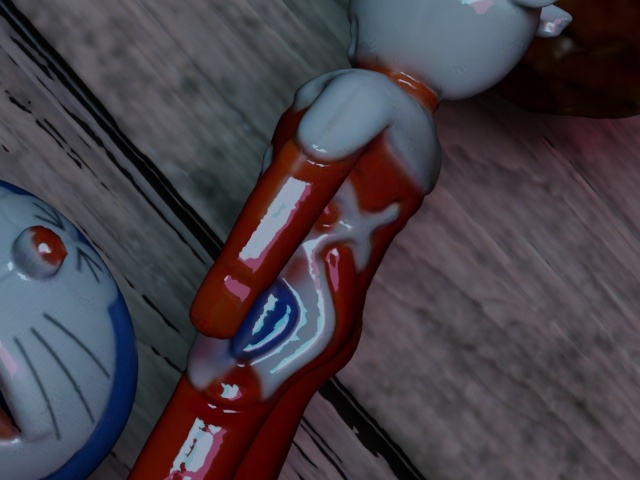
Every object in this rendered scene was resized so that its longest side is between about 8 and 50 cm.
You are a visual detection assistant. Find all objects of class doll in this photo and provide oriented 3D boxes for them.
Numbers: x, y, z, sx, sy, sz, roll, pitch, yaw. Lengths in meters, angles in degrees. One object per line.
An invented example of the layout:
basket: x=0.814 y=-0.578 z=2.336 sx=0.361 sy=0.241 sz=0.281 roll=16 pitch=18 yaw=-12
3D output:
doll: x=0.000 y=0.000 z=0.788 sx=0.099 sy=0.188 sz=0.384 roll=29 pitch=85 yaw=12
doll: x=-0.205 y=0.071 z=0.740 sx=0.257 sy=0.161 sz=0.215 roll=-38 pitch=70 yaw=-23

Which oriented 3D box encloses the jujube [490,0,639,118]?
jujube: x=0.095 y=-0.220 z=0.924 sx=0.216 sy=0.216 sz=0.342 roll=-41 pitch=90 yaw=-26
